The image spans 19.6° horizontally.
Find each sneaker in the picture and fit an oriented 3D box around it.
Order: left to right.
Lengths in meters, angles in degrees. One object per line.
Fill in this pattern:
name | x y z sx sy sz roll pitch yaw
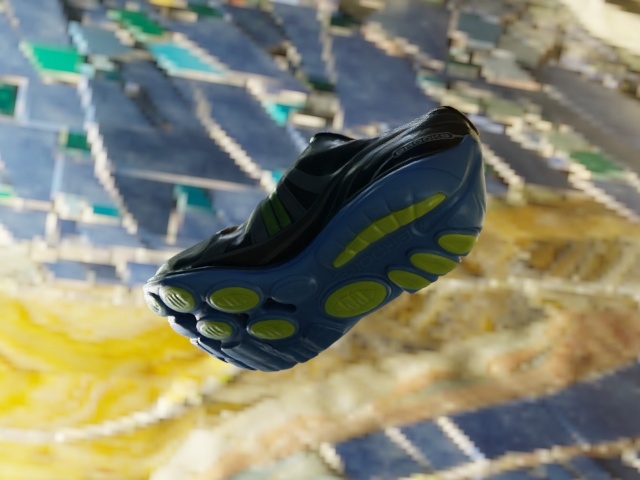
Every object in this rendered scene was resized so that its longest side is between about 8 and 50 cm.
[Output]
sneaker | 0.000 0.000 0.806 0.188 0.067 0.078 -28 30 36
